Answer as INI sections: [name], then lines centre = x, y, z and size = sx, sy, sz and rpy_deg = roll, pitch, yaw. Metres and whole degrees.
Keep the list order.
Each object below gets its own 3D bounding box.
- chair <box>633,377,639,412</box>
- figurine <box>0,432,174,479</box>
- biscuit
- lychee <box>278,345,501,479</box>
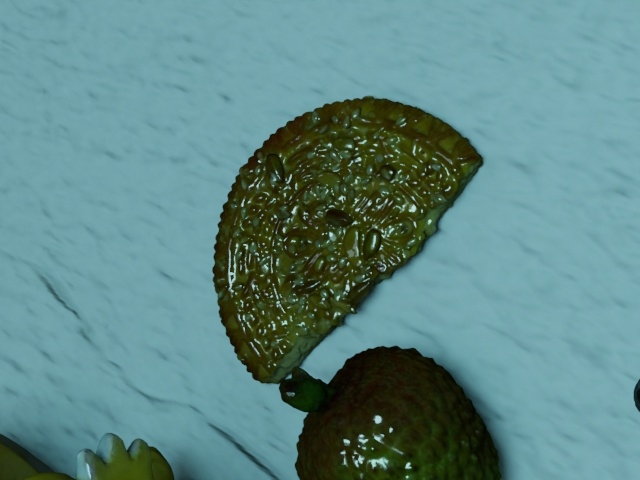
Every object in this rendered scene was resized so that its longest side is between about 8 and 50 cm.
[chair]
centre = 0.288, 0.106, 0.713
size = 0.145, 0.140, 0.221
rpy_deg = -46, 75, 18
[figurine]
centre = -0.218, 0.231, 0.825
size = 0.387, 0.401, 0.268
rpy_deg = -16, 79, 33
[biscuit]
centre = -0.002, -0.013, 0.909
size = 0.206, 0.025, 0.126
rpy_deg = -48, 71, 17
[lychee]
centre = 0.039, 0.118, 0.838
size = 0.146, 0.114, 0.114
rpy_deg = 35, 105, -5
